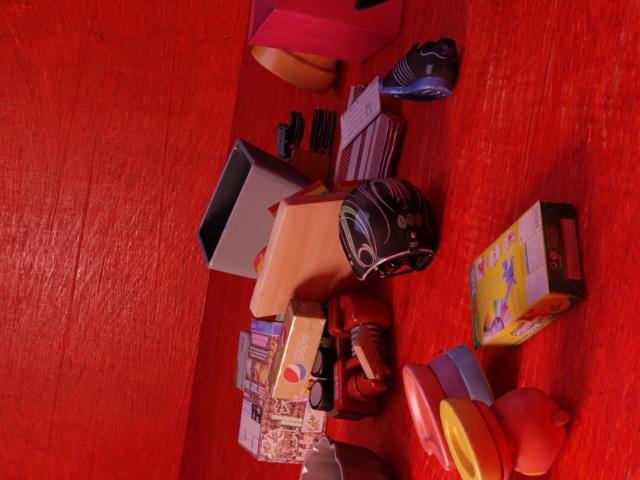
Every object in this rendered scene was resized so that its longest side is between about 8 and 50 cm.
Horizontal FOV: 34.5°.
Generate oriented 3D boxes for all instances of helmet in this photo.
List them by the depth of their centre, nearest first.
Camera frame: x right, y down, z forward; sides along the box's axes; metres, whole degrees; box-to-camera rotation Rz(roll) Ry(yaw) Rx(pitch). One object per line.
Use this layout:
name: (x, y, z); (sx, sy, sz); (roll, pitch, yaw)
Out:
helmet: (0.107, -0.026, 1.699); (0.169, 0.169, 0.161); (124, 134, -59)

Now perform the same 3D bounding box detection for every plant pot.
plant pot: (-0.100, -0.044, 2.256); (0.247, 0.252, 0.248); (-65, 18, 12)
plant pot: (-0.028, -0.471, 2.377); (0.188, 0.205, 0.205); (-60, 23, 21)

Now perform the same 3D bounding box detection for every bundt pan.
bundt pan: (0.049, 0.500, 1.736); (0.331, 0.124, 0.330); (-172, 90, -75)

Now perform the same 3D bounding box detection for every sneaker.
sneaker: (0.170, -0.290, 1.758); (0.232, 0.081, 0.090); (-169, 89, -68)

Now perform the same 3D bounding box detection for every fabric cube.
fabric cube: (0.013, -0.529, 2.096); (0.259, 0.258, 0.254); (166, 111, -74)

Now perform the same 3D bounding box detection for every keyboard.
keyboard: (0.078, -0.251, 2.050); (0.256, 0.014, 0.072); (142, 133, -71)

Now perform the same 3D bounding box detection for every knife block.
knife block: (-0.019, -0.165, 2.421); (0.275, 0.242, 0.088); (54, 175, -15)

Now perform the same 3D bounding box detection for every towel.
towel: (0.090, -0.169, 2.071); (0.329, 0.037, 0.237); (-118, 38, -66)

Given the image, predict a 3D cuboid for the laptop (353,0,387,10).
laptop: (0.208, -0.584, 1.468); (0.236, 0.408, 0.382); (57, 152, 14)

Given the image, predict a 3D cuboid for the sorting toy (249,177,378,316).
sorting toy: (0.000, 0.000, 1.868); (0.089, 0.255, 0.257); (54, 139, 38)

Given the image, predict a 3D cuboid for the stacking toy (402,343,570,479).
stacking toy: (0.226, 0.282, 1.319); (0.309, 0.130, 0.279); (-137, 29, -75)

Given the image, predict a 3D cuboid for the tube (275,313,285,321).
tube: (-0.059, 0.118, 2.458); (0.070, 0.062, 0.240); (16, 94, 31)

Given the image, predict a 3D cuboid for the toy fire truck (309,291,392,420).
toy fire truck: (0.069, 0.183, 1.806); (0.246, 0.158, 0.217); (-38, 45, 53)

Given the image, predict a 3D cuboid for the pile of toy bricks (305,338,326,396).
pile of toy bricks: (0.027, 0.247, 2.026); (0.105, 0.118, 0.212); (38, 116, 27)

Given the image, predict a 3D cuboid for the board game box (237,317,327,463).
board game box: (-0.077, 0.323, 2.249); (0.232, 0.141, 0.291); (174, 103, -75)

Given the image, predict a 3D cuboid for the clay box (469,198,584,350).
clay box: (0.256, 0.053, 1.317); (0.222, 0.053, 0.127); (124, 150, -61)

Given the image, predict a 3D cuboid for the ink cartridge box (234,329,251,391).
ink cartridge box: (-0.156, 0.317, 2.650); (0.208, 0.087, 0.153); (-178, 95, -76)

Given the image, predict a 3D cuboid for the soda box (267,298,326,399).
soda box: (-0.044, 0.198, 1.859); (0.058, 0.061, 0.181); (-110, 31, -59)
